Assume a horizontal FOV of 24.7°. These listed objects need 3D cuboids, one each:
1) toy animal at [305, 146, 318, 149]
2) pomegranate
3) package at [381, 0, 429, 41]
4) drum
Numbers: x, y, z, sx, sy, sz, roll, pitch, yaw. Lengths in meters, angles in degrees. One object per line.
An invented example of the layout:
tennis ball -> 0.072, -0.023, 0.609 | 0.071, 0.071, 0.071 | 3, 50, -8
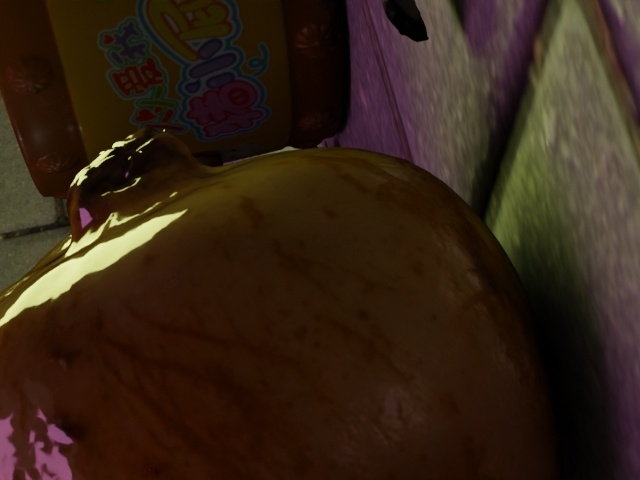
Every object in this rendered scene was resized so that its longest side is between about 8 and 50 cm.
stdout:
toy animal -> 0.000, 0.000, 1.026 | 0.136, 0.073, 0.181 | 124, 146, -72
pomegranate -> -0.030, 0.071, 0.550 | 0.248, 0.248, 0.248 | 168, 90, -85
package -> 0.019, -0.184, 0.505 | 0.232, 0.040, 0.166 | 94, 163, -67
drum -> -0.130, -0.244, 0.977 | 0.431, 0.214, 0.431 | 168, 90, -84
